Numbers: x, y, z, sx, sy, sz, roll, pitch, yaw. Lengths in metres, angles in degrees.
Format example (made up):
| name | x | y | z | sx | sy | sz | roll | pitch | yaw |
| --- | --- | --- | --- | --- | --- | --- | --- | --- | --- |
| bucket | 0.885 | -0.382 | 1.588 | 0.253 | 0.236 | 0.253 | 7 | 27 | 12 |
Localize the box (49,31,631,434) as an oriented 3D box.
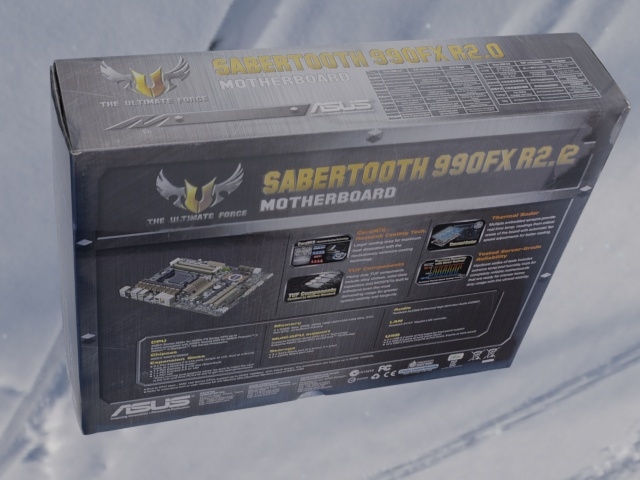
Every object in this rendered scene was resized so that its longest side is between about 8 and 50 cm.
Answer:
| name | x | y | z | sx | sy | sz | roll | pitch | yaw |
| --- | --- | --- | --- | --- | --- | --- | --- | --- | --- |
| box | 0.000 | 0.000 | 0.453 | 0.231 | 0.056 | 0.183 | -7 | 138 | -17 |
